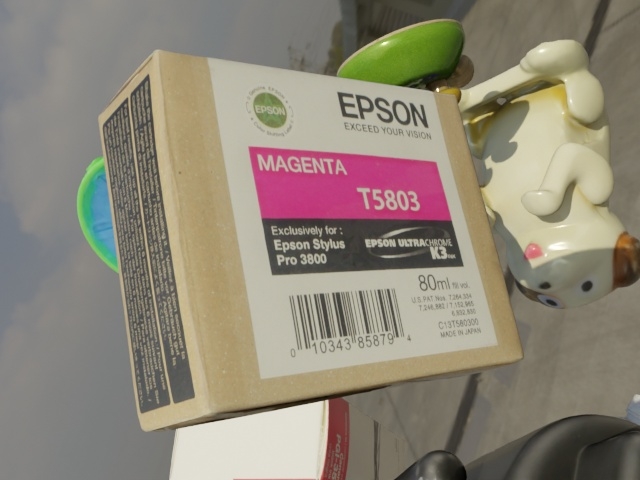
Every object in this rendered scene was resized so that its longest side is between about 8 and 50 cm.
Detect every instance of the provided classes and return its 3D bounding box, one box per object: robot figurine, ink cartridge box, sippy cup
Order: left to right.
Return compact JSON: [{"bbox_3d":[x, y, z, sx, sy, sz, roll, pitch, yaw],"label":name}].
[{"bbox_3d":[-0.227,-0.078,1.160,0.305,0.240,0.224,-33,17,27],"label":"sippy cup"},{"bbox_3d":[-0.027,0.288,0.954,0.283,0.207,0.117,47,-139,-52],"label":"ink cartridge box"},{"bbox_3d":[0.000,0.000,0.450,0.088,0.234,0.193,-27,70,51],"label":"ink cartridge box"},{"bbox_3d":[0.172,0.224,0.523,0.173,0.209,0.278,-21,-21,-26],"label":"robot figurine"}]

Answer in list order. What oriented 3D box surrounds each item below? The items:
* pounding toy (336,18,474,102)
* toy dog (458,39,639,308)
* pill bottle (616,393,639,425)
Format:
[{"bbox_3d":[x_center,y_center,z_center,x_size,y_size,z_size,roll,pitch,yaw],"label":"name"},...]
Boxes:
[{"bbox_3d":[0.132,-0.205,1.015,0.110,0.182,0.237,71,-162,6],"label":"pounding toy"},{"bbox_3d":[0.400,-0.081,1.298,0.395,0.284,0.408,5,-108,-54],"label":"toy dog"},{"bbox_3d":[0.517,0.370,1.215,0.209,0.119,0.119,-59,1,-1],"label":"pill bottle"}]
